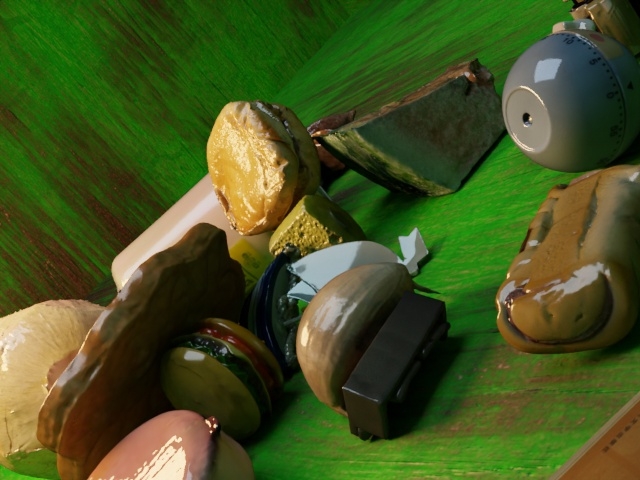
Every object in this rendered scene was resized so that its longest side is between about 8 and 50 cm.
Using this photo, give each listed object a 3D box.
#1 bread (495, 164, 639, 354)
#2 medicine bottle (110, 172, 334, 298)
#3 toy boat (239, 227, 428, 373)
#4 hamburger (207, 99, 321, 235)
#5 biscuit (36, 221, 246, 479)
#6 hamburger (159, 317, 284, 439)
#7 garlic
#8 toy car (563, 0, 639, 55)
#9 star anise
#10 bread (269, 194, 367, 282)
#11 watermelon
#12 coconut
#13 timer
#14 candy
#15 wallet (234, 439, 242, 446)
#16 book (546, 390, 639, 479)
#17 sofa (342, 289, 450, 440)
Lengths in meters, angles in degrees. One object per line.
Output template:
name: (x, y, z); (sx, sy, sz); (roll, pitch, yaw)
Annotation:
bread: (0.245, 0.010, 0.870); (0.134, 0.081, 0.225); (-20, 25, 45)
medicine bottle: (-0.172, -0.001, 1.716); (0.379, 0.213, 0.213); (-42, 15, 5)
toy boat: (0.014, 0.059, 1.309); (0.291, 0.067, 0.220); (-28, 40, 27)
hamburger: (-0.094, -0.117, 1.513); (0.108, 0.213, 0.214); (-5, -13, -38)
biscuit: (-0.217, 0.168, 1.310); (0.385, 0.062, 0.365); (-55, -19, -27)
hamburger: (-0.126, 0.176, 1.225); (0.162, 0.162, 0.115); (-24, 19, 51)
garlic: (0.054, 0.088, 1.069); (0.090, 0.128, 0.198); (13, 55, 42)
toy car: (0.414, -0.331, 1.344); (0.124, 0.101, 0.256); (-34, 16, 19)
star anise: (-0.037, -0.155, 2.015); (0.315, 0.108, 0.315); (-41, 12, 10)
bread: (0.000, 0.000, 1.453); (0.114, 0.129, 0.111); (-42, -3, 25)
watermelon: (0.156, -0.157, 1.492); (0.302, 0.151, 0.264); (-27, 9, -10)
coconut: (-0.407, 0.233, 1.527); (0.297, 0.297, 0.254); (-51, 6, -28)
timer: (0.315, -0.189, 1.092); (0.255, 0.175, 0.175); (-46, 15, -17)
candy: (-0.176, 0.298, 1.049); (0.255, 0.094, 0.255); (-34, 29, 22)
wallet: (-0.197, 0.340, 1.186); (0.255, 0.031, 0.137); (-34, 20, 36)
book: (0.241, 0.153, 0.600); (0.170, 0.018, 0.242); (-43, 15, -3)
sofa: (0.085, 0.133, 0.994); (0.060, 0.085, 0.147); (18, 50, 25)
